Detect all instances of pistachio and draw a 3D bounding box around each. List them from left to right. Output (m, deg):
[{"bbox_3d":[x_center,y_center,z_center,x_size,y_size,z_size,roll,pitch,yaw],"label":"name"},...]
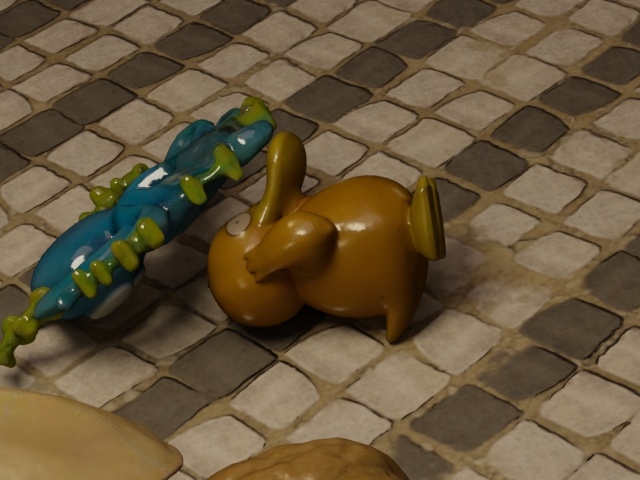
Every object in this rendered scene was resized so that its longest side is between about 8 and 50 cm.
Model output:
[{"bbox_3d":[-0.272,0.234,1.475,0.321,0.229,0.238,-4,9,-11],"label":"pistachio"}]

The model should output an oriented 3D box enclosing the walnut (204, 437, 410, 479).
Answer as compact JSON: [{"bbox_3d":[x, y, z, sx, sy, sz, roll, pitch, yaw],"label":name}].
[{"bbox_3d":[-0.024,0.276,1.354,0.257,0.224,0.257,-6,41,5],"label":"walnut"}]

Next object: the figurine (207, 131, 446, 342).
[{"bbox_3d":[0.008,0.006,1.753,0.228,0.215,0.215,17,42,9],"label":"figurine"}]

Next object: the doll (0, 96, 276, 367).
[{"bbox_3d":[-0.179,-0.014,1.807,0.341,0.099,0.346,-34,16,17],"label":"doll"}]
